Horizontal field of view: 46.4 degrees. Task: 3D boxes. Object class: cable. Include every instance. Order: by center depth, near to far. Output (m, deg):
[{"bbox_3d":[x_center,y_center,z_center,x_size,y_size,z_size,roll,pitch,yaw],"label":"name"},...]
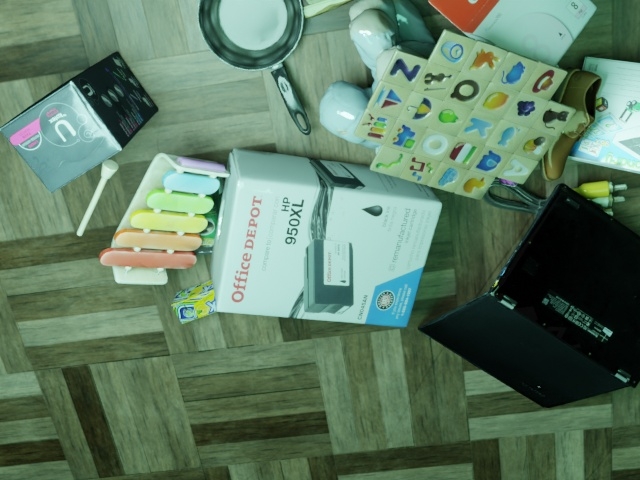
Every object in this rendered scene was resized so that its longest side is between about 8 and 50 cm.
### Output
[{"bbox_3d":[0.470,-0.073,1.531,0.287,0.072,0.139,10,132,11],"label":"cable"}]

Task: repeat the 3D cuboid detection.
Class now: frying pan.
[{"bbox_3d":[-0.081,-0.376,1.404,0.326,0.053,0.197,39,111,-16],"label":"frying pan"}]

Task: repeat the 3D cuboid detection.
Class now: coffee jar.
[{"bbox_3d":[-0.237,-0.058,1.537,0.096,0.079,0.184,-1,113,4],"label":"coffee jar"}]

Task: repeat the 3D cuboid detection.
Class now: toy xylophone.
[{"bbox_3d":[-0.321,-0.046,1.416,0.236,0.081,0.323,-2,136,-35],"label":"toy xylophone"}]

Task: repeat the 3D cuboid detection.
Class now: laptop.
[{"bbox_3d":[0.497,0.141,1.592,0.382,0.236,0.408,32,92,-12],"label":"laptop"}]

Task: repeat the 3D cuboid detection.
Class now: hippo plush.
[{"bbox_3d":[0.113,-0.296,1.381,0.294,0.234,0.236,2,145,-44],"label":"hippo plush"}]

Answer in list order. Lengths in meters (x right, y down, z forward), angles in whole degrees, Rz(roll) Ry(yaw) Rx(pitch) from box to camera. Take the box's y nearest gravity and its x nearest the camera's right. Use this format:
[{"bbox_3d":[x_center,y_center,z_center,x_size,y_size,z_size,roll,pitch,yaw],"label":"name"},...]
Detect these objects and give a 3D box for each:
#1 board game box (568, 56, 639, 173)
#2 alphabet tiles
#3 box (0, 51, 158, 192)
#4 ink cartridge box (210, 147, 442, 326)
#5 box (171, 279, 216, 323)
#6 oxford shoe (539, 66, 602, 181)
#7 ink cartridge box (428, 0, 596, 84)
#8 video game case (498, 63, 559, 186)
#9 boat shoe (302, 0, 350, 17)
[{"bbox_3d":[0.607,-0.213,1.339,0.305,0.053,0.193,19,106,34],"label":"board game box"},{"bbox_3d":[0.245,-0.202,1.269,0.342,0.011,0.285,13,130,-17],"label":"alphabet tiles"},{"bbox_3d":[-0.430,-0.223,1.366,0.165,0.270,0.143,-29,110,14],"label":"box"},{"bbox_3d":[0.000,0.000,1.466,0.394,0.166,0.286,6,115,-14],"label":"ink cartridge box"},{"bbox_3d":[-0.235,0.121,1.627,0.168,0.059,0.054,-21,114,11],"label":"box"},{"bbox_3d":[0.459,-0.207,1.370,0.076,0.076,0.212,-2,110,-45],"label":"oxford shoe"},{"bbox_3d":[0.329,-0.399,1.267,0.232,0.066,0.189,41,75,-10],"label":"ink cartridge box"},{"bbox_3d":[0.362,-0.252,1.360,0.210,0.042,0.232,-47,126,-15],"label":"video game case"},{"bbox_3d":[0.040,-0.453,1.303,0.223,0.080,0.073,-7,115,49],"label":"boat shoe"}]
